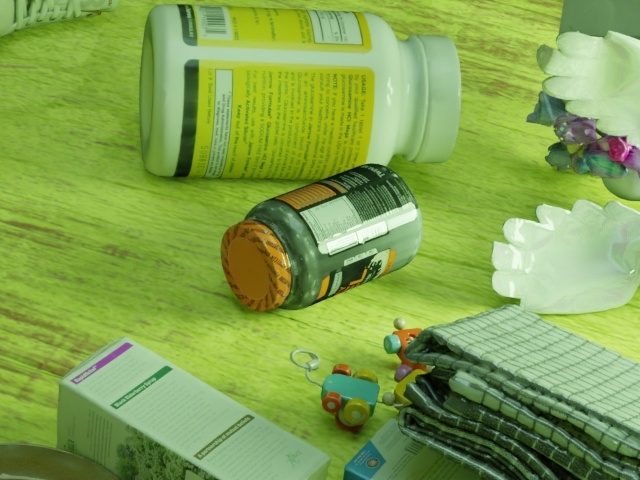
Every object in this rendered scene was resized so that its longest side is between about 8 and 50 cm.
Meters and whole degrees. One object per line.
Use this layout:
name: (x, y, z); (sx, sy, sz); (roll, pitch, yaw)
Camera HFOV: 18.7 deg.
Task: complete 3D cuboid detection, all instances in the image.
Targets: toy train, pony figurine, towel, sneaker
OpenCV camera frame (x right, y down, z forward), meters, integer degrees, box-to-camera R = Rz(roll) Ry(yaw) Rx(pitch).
toy train: (0.055, 0.134, 1.854); (0.166, 0.046, 0.125); (-9, 38, -29)
pony figurine: (0.347, -0.077, 2.055); (0.351, 0.302, 0.363); (10, 19, -13)
towel: (0.220, 0.171, 1.712); (0.284, 0.121, 0.235); (25, 14, 20)
sneaker: (-0.318, -0.310, 2.332); (0.123, 0.106, 0.290); (21, 36, 21)

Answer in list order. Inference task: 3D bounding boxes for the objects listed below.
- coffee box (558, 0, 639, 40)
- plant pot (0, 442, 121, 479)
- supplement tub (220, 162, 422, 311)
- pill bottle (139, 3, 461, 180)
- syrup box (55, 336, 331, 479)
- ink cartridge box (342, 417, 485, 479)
coffee box: (0.375, -0.237, 2.090); (0.141, 0.098, 0.246); (7, -3, 32)
plant pot: (-0.259, 0.259, 1.619); (0.236, 0.032, 0.236); (6, 35, -5)
supplement tub: (0.000, 0.000, 1.963); (0.190, 0.117, 0.117); (-21, 45, -35)
pill bottle: (-0.024, -0.159, 2.117); (0.334, 0.188, 0.188); (1, 36, -11)
syrup box: (-0.116, 0.188, 1.696); (0.237, 0.093, 0.096); (28, 40, 26)
ink cartridge box: (0.091, 0.223, 1.728); (0.122, 0.052, 0.088); (25, 39, 22)
